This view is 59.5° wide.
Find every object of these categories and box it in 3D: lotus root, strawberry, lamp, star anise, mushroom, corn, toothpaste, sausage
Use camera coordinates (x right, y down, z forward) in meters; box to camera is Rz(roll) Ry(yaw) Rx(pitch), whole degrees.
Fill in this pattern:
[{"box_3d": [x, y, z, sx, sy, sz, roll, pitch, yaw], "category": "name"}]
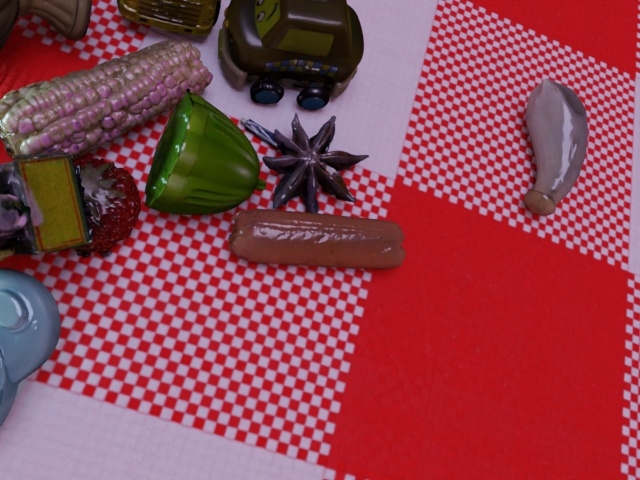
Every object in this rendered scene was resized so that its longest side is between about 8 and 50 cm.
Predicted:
[{"box_3d": [-0.156, -0.110, 0.853, 0.186, 0.186, 0.186, 6, 69, -15], "category": "lotus root"}, {"box_3d": [-0.332, -0.054, 0.811, 0.145, 0.086, 0.145, 6, 67, -15], "category": "strawberry"}, {"box_3d": [-0.450, 0.148, 0.664, 0.284, 0.147, 0.209, -37, 91, -25], "category": "lamp"}, {"box_3d": [-0.010, -0.125, 0.945, 0.181, 0.061, 0.204, 16, 67, -12], "category": "star anise"}, {"box_3d": [0.456, -0.171, 1.084, 0.118, 0.103, 0.270, 11, 73, -13], "category": "mushroom"}, {"box_3d": [-0.319, -0.215, 0.857, 0.335, 0.126, 0.126, -32, 82, -26], "category": "corn"}, {"box_3d": [-0.101, -0.186, 0.966, 0.083, 0.019, 0.027, 31, 48, -8], "category": "toothpaste"}, {"box_3d": [-0.001, -0.001, 0.889, 0.289, 0.086, 0.086, 3, 70, -14], "category": "sausage"}]

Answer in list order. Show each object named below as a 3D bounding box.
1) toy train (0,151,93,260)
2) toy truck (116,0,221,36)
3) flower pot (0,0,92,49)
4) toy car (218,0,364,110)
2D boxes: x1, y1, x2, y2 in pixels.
[{"box_3d": [-0.404, -0.036, 0.674, 0.177, 0.261, 0.134, -21, 105, -49], "category": "toy train"}, {"box_3d": [-0.237, -0.572, 0.946, 0.181, 0.254, 0.404, 6, 72, -19], "category": "toy truck"}, {"box_3d": [-0.478, -0.403, 0.794, 0.244, 0.307, 0.307, -14, 74, -38], "category": "flower pot"}, {"box_3d": [-0.041, -0.358, 0.947, 0.248, 0.198, 0.204, 2, 71, -15], "category": "toy car"}]
